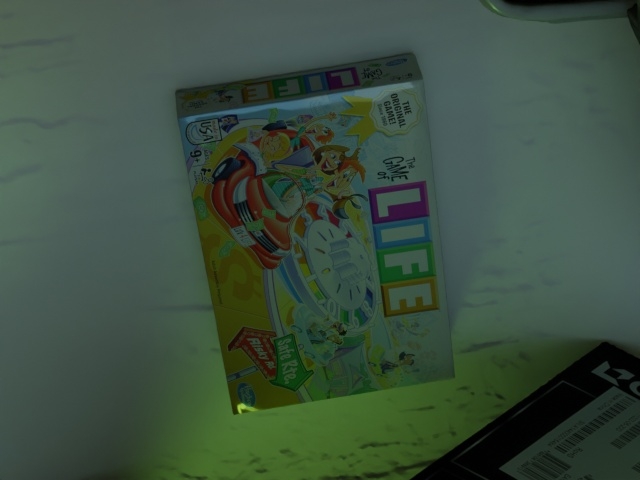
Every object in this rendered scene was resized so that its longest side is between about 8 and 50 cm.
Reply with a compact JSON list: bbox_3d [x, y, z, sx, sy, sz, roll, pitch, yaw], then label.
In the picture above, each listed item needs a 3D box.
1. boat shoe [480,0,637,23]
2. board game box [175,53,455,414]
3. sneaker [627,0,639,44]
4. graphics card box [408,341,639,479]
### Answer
[{"bbox_3d":[0.177,-0.131,0.675,0.258,0.084,0.095,-17,121,4],"label":"boat shoe"},{"bbox_3d":[0.000,0.000,0.766,0.103,0.026,0.154,-10,121,-1],"label":"board game box"},{"bbox_3d":[0.209,0.011,0.689,0.122,0.146,0.330,-23,144,20],"label":"sneaker"},{"bbox_3d":[0.038,0.214,0.728,0.094,0.371,0.232,27,122,28],"label":"graphics card box"}]
